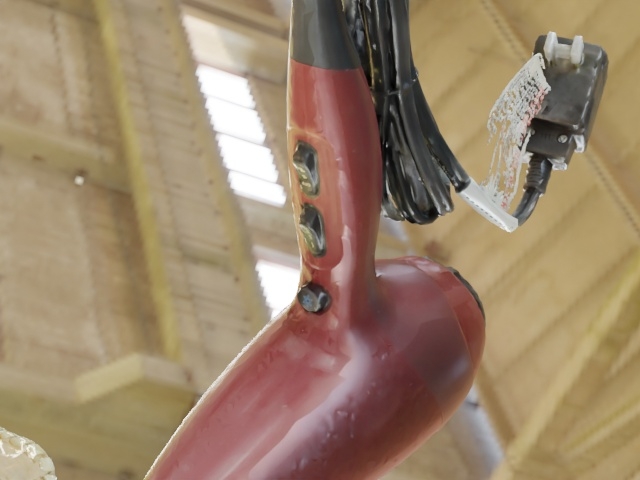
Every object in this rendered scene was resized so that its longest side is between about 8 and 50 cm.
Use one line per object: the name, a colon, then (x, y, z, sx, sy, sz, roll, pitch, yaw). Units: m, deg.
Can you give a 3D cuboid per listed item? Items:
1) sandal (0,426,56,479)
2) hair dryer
sandal: (-0.129, 0.079, 0.531, 0.240, 0.079, 0.088, -117, -161, -83)
hair dryer: (0.000, 0.000, 0.609, 0.080, 0.224, 0.293, 15, -103, 40)
